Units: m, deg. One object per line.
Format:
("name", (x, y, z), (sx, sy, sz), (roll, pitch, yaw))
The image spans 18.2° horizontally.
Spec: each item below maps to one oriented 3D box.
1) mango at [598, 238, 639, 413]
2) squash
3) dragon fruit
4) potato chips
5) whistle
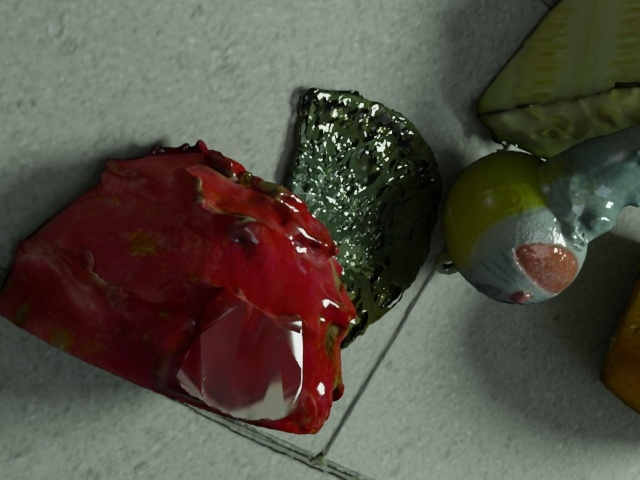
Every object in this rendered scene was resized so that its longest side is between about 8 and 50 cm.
("mango", (0.343, 0.101, 1.710), (0.201, 0.199, 0.350), (-26, 148, 8))
("squash", (0.250, -0.198, 1.562), (0.111, 0.203, 0.289), (46, 45, -44))
("dragon fruit", (-0.063, 0.046, 1.322), (0.261, 0.189, 0.163), (23, 118, -34))
("potato chips", (0.003, 0.002, 1.457), (0.220, 0.029, 0.202), (-51, 136, -8))
("whistle", (0.181, -0.021, 1.494), (0.223, 0.123, 0.123), (-27, 142, 24))
